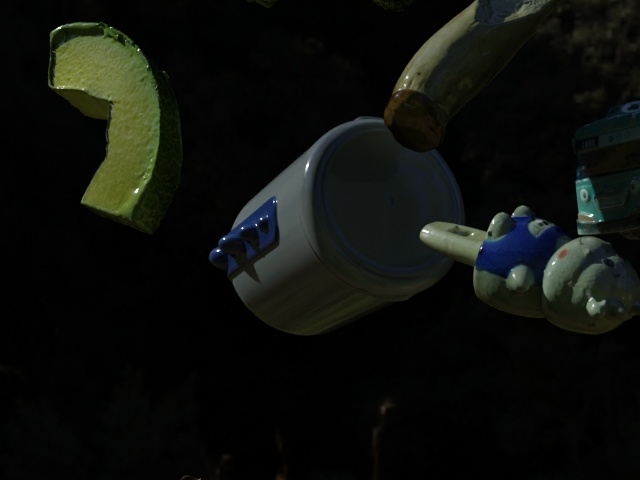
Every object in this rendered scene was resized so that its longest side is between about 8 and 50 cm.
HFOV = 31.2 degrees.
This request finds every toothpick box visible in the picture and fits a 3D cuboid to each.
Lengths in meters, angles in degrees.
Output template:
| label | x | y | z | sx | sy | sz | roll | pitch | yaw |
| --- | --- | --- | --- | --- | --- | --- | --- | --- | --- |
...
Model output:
| label | x | y | z | sx | sy | sz | roll | pitch | yaw |
| --- | --- | --- | --- | --- | --- | --- | --- | --- | --- |
| toothpick box | 0.000 | 0.000 | 1.577 | 0.263 | 0.262 | 0.355 | -5 | -14 | -28 |

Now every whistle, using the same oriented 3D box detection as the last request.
| label | x | y | z | sx | sy | sz | roll | pitch | yaw |
| --- | --- | --- | --- | --- | --- | --- | --- | --- | --- |
| whistle | 0.200 | 0.023 | 1.069 | 0.244 | 0.092 | 0.110 | 23 | 27 | 36 |

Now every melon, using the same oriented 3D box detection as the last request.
| label | x | y | z | sx | sy | sz | roll | pitch | yaw |
| --- | --- | --- | --- | --- | --- | --- | --- | --- | --- |
| melon | -0.176 | -0.100 | 1.009 | 0.118 | 0.209 | 0.064 | -16 | -22 | 22 |

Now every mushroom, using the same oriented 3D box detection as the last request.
| label | x | y | z | sx | sy | sz | roll | pitch | yaw |
| --- | --- | --- | --- | --- | --- | --- | --- | --- | --- |
| mushroom | 0.195 | -0.242 | 1.447 | 0.087 | 0.107 | 0.333 | 33 | 67 | 25 |

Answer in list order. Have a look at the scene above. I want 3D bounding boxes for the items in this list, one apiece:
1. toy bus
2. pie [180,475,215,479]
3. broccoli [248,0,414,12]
| label | x | y | z | sx | sy | sz | roll | pitch | yaw |
| --- | --- | --- | --- | --- | --- | --- | --- | --- | --- |
| toy bus | 0.397 | -0.079 | 1.225 | 0.256 | 0.147 | 0.128 | -7 | -2 | -30 |
| pie | -0.060 | 0.263 | 0.999 | 0.092 | 0.170 | 0.034 | -27 | 19 | 19 |
| broccoli | -0.001 | -0.360 | 1.203 | 0.308 | 0.275 | 0.308 | 37 | 21 | -17 |
